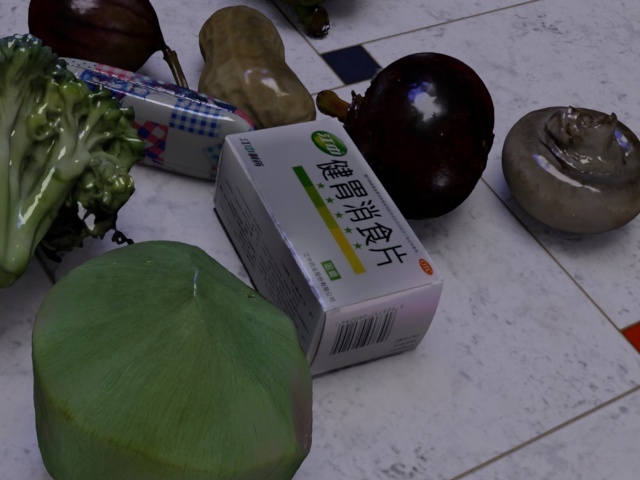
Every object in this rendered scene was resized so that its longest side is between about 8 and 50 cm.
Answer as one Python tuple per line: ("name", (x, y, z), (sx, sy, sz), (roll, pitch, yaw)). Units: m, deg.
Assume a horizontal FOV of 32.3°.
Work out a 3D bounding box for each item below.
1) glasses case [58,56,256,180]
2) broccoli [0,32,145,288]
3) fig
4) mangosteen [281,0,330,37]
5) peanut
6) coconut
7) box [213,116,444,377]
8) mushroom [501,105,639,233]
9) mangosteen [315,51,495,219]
("glasses case", (-0.247, -0.168, 1.542), (0.327, 0.125, 0.076), (16, 46, 1))
("broccoli", (-0.359, -0.073, 1.284), (0.293, 0.348, 0.280), (3, 58, -4))
("fig", (-0.304, -0.313, 1.632), (0.250, 0.186, 0.203), (5, 26, -22))
("mangosteen", (-0.029, -0.531, 1.862), (0.306, 0.359, 0.306), (-6, 17, 2))
("peanut", (-0.112, -0.242, 1.635), (0.159, 0.143, 0.291), (-12, 47, -13))
("coconut", (-0.151, 0.148, 1.138), (0.281, 0.328, 0.328), (-18, 55, -31))
("box", (-0.001, -0.002, 1.439), (0.173, 0.145, 0.333), (-11, 51, -26))
("mushroom", (0.380, -0.115, 1.614), (0.226, 0.178, 0.226), (13, 38, -10))
("mangosteen", (0.110, -0.155, 1.545), (0.261, 0.235, 0.235), (19, 46, 11))
